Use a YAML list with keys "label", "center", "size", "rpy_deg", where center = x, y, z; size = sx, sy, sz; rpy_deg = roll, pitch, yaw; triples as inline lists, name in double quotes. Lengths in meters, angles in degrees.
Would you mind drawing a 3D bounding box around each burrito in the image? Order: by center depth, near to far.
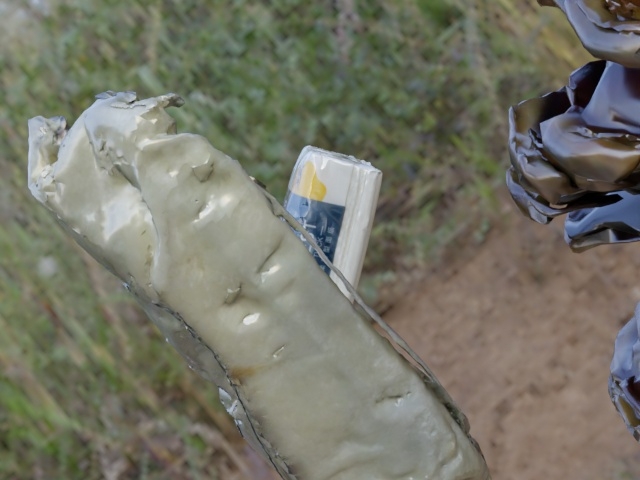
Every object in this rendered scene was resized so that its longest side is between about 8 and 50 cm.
- label: "burrito"
  center: [-0.009, 0.039, 0.563]
  size: [0.063, 0.229, 0.058]
  rpy_deg: [-41, 23, -3]

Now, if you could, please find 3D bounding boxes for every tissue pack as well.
- label: "tissue pack"
  center: [0.000, 0.000, 0.783]
  size: [0.062, 0.042, 0.083]
  rpy_deg: [-111, 35, -82]

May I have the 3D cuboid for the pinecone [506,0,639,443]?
- label: "pinecone"
  center: [0.156, -0.060, 0.416]
  size: [0.244, 0.257, 0.243]
  rpy_deg: [-8, 24, 4]
